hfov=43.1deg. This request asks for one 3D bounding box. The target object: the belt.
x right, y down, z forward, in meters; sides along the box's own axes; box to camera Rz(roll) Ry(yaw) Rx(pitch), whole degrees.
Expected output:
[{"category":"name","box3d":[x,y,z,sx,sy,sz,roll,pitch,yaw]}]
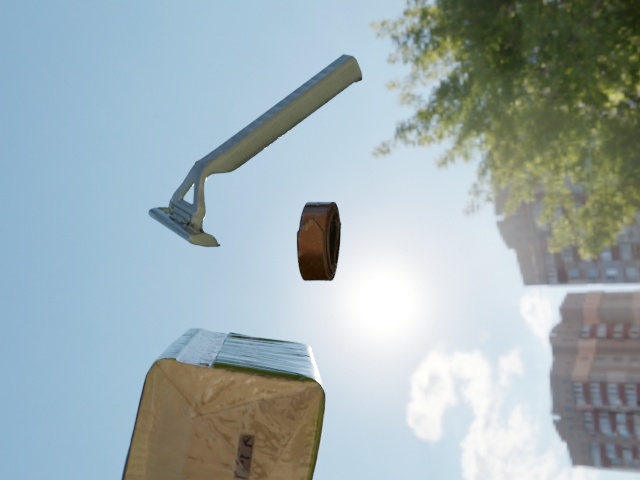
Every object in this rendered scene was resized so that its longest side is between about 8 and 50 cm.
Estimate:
[{"category":"belt","box3d":[0.000,0.000,0.828,0.059,0.036,0.083,39,-127,-68]}]

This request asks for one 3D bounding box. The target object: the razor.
[{"category":"razor","box3d":[-0.064,-0.110,0.870,0.278,0.111,0.056,-46,-55,-13]}]

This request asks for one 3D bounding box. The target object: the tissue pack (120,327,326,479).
[{"category":"tissue pack","box3d":[-0.091,0.202,0.795,0.275,0.167,0.200,176,104,-86]}]
